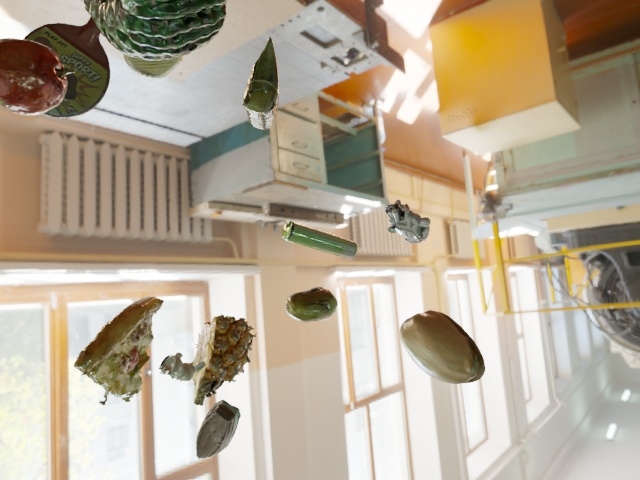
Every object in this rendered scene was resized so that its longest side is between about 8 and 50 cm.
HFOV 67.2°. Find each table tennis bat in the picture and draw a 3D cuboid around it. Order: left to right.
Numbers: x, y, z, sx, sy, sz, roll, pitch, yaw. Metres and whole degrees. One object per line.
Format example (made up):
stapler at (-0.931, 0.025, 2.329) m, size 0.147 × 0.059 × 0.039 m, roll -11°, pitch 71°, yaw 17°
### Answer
table tennis bat at (-0.793, -0.585, 1.544) m, size 0.268 × 0.415 × 0.051 m, roll 34°, pitch 169°, yaw -29°

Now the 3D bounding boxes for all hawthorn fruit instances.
hawthorn fruit at (-0.676, -0.389, 1.131) m, size 0.200 × 0.179 × 0.179 m, roll -13°, pitch 173°, yaw -1°

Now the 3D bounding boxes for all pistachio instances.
pistachio at (0.274, 0.247, 1.113) m, size 0.143 × 0.144 × 0.215 m, roll 1°, pitch -152°, yaw -40°

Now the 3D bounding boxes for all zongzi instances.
zongzi at (-0.087, -0.238, 0.745) m, size 0.052 × 0.114 × 0.104 m, roll 10°, pitch 176°, yaw -6°

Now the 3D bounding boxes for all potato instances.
potato at (-0.035, 0.275, 2.077) m, size 0.248 × 0.144 × 0.169 m, roll -2°, pitch 178°, yaw -34°

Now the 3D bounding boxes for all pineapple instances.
pineapple at (-0.332, 0.446, 1.711) m, size 0.208 × 0.286 × 0.344 m, roll 12°, pitch 152°, yaw -22°

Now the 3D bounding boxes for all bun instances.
bun at (-0.596, -0.687, 1.719) m, size 0.220 × 0.221 × 0.134 m, roll -5°, pitch -170°, yaw 3°

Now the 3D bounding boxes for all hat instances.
hat at (-0.176, -0.417, 0.672) m, size 0.332 × 0.274 × 0.242 m, roll -31°, pitch 178°, yaw -29°

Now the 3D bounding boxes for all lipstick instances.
lipstick at (0.000, 0.000, 1.760) m, size 0.304 × 0.076 × 0.076 m, roll 16°, pitch 163°, yaw -34°

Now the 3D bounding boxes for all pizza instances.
pizza at (-0.466, 0.291, 1.179) m, size 0.075 × 0.288 × 0.280 m, roll 15°, pitch -143°, yaw 12°

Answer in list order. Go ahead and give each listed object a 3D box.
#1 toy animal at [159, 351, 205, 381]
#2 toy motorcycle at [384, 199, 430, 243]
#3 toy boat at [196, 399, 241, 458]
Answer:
toy animal at (-0.424, 0.394, 1.471) m, size 0.070 × 0.085 × 0.124 m, roll -10°, pitch 142°, yaw 31°
toy motorcycle at (0.384, -0.072, 2.026) m, size 0.170 × 0.110 × 0.260 m, roll -7°, pitch 138°, yaw 38°
toy boat at (-0.173, 0.320, 0.822) m, size 0.059 × 0.140 × 0.066 m, roll 34°, pitch -152°, yaw 11°
